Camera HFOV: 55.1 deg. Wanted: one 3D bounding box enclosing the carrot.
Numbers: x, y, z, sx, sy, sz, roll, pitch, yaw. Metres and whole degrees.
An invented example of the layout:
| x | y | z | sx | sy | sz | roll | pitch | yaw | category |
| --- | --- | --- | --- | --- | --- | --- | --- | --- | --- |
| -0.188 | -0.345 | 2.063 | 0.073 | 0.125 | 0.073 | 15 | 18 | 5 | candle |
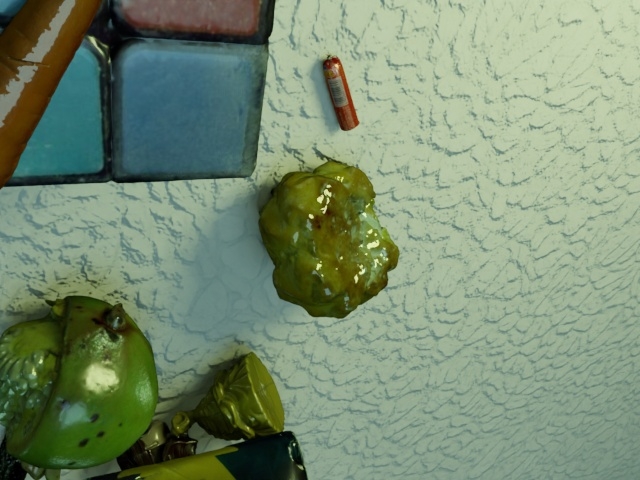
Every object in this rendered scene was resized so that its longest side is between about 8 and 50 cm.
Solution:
| x | y | z | sx | sy | sz | roll | pitch | yaw | category |
| --- | --- | --- | --- | --- | --- | --- | --- | --- | --- |
| -0.231 | -0.146 | 0.489 | 0.069 | 0.069 | 0.336 | 29 | 100 | -37 | carrot |

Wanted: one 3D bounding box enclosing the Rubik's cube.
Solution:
| x | y | z | sx | sy | sz | roll | pitch | yaw | category |
| --- | --- | --- | --- | --- | --- | --- | --- | --- | --- |
| -0.240 | -0.257 | 0.643 | 0.316 | 0.313 | 0.318 | -5 | 124 | -24 | Rubik's cube |

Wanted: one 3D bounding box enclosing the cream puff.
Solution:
| x | y | z | sx | sy | sz | roll | pitch | yaw | category |
| --- | --- | --- | --- | --- | --- | --- | --- | --- | --- |
| 0.001 | 0.000 | 1.044 | 0.281 | 0.185 | 0.282 | 8 | 79 | -46 | cream puff |

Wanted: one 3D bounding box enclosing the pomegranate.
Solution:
| x | y | z | sx | sy | sz | roll | pitch | yaw | category |
| --- | --- | --- | --- | --- | --- | --- | --- | --- | --- |
| -0.385 | 0.241 | 0.947 | 0.260 | 0.260 | 0.341 | 10 | 122 | -31 | pomegranate |

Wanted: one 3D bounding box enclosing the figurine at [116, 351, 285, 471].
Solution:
| x | y | z | sx | sy | sz | roll | pitch | yaw | category |
| --- | --- | --- | --- | --- | --- | --- | --- | --- | --- |
| -0.242 | 0.354 | 1.172 | 0.315 | 0.187 | 0.168 | -26 | 108 | 2 | figurine |

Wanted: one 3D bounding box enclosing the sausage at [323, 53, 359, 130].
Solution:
| x | y | z | sx | sy | sz | roll | pitch | yaw | category |
| --- | --- | --- | --- | --- | --- | --- | --- | --- | --- |
| 0.030 | -0.237 | 0.975 | 0.034 | 0.034 | 0.129 | -28 | 129 | -7 | sausage |

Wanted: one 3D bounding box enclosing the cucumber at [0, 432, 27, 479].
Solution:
| x | y | z | sx | sy | sz | roll | pitch | yaw | category |
| --- | --- | --- | --- | --- | --- | --- | --- | --- | --- |
| -0.551 | 0.407 | 1.098 | 0.067 | 0.067 | 0.245 | 15 | 115 | -33 | cucumber |

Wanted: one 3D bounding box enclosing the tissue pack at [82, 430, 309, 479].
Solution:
| x | y | z | sx | sy | sz | roll | pitch | yaw | category |
| --- | --- | --- | --- | --- | --- | --- | --- | --- | --- |
| -0.219 | 0.517 | 1.031 | 0.416 | 0.264 | 0.253 | -8 | 145 | -17 | tissue pack |
